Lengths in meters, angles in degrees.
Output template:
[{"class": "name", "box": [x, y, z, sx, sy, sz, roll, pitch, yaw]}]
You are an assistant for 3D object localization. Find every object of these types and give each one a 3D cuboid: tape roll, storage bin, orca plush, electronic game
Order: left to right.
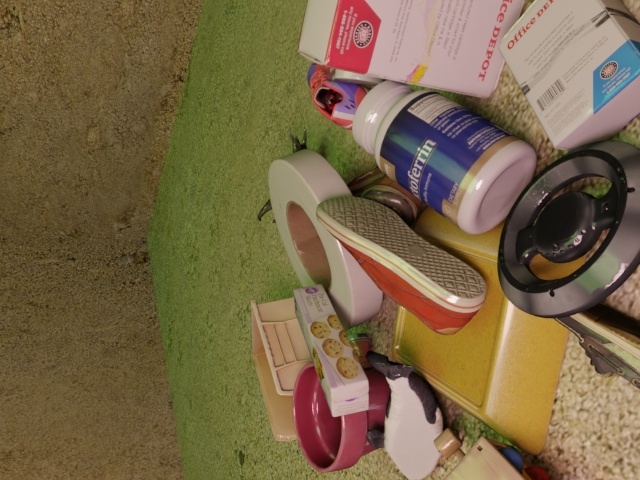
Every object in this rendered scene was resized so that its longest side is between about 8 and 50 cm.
[{"class": "storage bin", "box": [-0.077, 0.310, 1.286, 0.262, 0.123, 0.260, 98, 156, -49]}, {"class": "tape roll", "box": [0.000, 0.000, 1.138, 0.392, 0.072, 0.392, 56, 160, 33]}, {"class": "orca plush", "box": [0.144, 0.286, 0.932, 0.151, 0.287, 0.102, -21, 28, 18]}, {"class": "electronic game", "box": [0.299, -0.015, 0.646, 0.229, 0.048, 0.229, -54, 21, 31]}]

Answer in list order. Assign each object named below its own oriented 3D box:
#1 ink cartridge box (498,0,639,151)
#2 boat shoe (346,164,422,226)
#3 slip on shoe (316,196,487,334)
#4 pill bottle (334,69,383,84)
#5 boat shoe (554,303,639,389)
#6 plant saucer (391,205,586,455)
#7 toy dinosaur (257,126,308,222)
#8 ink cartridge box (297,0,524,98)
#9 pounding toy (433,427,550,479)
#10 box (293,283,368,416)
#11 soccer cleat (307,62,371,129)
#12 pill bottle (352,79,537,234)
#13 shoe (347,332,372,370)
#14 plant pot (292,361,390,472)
[{"class": "ink cartridge box", "box": [0.335, -0.231, 0.694, 0.139, 0.082, 0.190, -51, 44, 47]}, {"class": "boat shoe", "box": [0.120, -0.088, 1.061, 0.120, 0.122, 0.324, -56, 17, -10]}, {"class": "slip on shoe", "box": [0.107, 0.030, 0.848, 0.331, 0.123, 0.101, 39, 134, 34]}, {"class": "pill bottle", "box": [0.096, -0.445, 1.083, 0.136, 0.136, 0.245, 29, 113, 58]}, {"class": "boat shoe", "box": [0.353, 0.132, 0.638, 0.223, 0.080, 0.073, 35, 118, 49]}, {"class": "plant saucer", "box": [0.228, 0.119, 0.868, 0.333, 0.081, 0.332, 25, 109, 60]}, {"class": "toy dinosaur", "box": [-0.072, -0.139, 1.425, 0.313, 0.121, 0.160, 130, 146, -54]}, {"class": "ink cartridge box", "box": [0.143, -0.359, 0.818, 0.131, 0.306, 0.226, 47, 128, 54]}, {"class": "pounding toy", "box": [0.255, 0.329, 0.759, 0.094, 0.181, 0.206, -51, 46, 6]}, {"class": "box", "box": [0.011, 0.187, 0.987, 0.324, 0.067, 0.063, -118, 22, -63]}, {"class": "soccer cleat", "box": [0.023, -0.345, 1.229, 0.318, 0.116, 0.108, 57, 135, 46]}, {"class": "pill bottle", "box": [0.180, -0.139, 0.831, 0.265, 0.153, 0.153, 42, 126, 34]}, {"class": "shoe", "box": [0.052, 0.270, 1.191, 0.178, 0.063, 0.081, -43, 49, 48]}, {"class": "plant pot", "box": [0.067, 0.329, 1.038, 0.201, 0.180, 0.201, -8, 80, 60]}]
